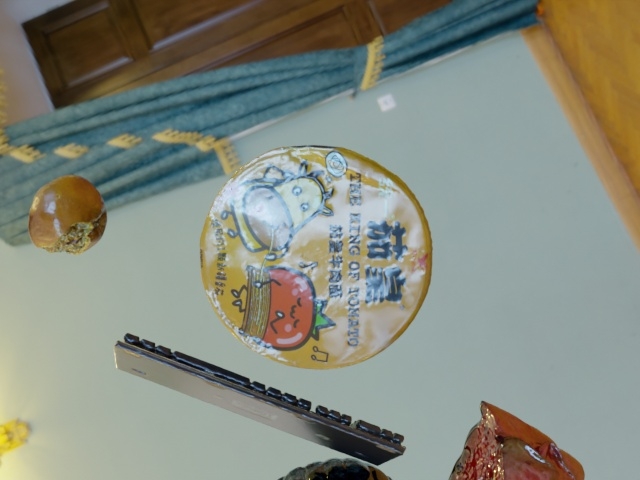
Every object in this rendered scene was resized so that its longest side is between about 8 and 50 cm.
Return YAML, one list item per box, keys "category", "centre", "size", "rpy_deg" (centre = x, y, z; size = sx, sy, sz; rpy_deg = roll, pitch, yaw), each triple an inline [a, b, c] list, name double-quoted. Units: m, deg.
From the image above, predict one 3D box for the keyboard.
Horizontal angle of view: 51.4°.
- category: "keyboard"
  centre: [-0.067, 0.173, 0.715]
  size: [0.106, 0.317, 0.027]
  rpy_deg: [120, 170, -62]

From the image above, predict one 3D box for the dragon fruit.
- category: "dragon fruit"
  centre: [0.136, 0.224, 0.516]
  size: [0.092, 0.123, 0.192]
  rpy_deg: [58, -149, -29]

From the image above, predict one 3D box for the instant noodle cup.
- category: "instant noodle cup"
  centre: [0.000, 0.000, 0.682]
  size: [0.172, 0.216, 0.215]
  rpy_deg: [-75, -38, -76]

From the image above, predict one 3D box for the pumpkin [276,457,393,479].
- category: "pumpkin"
  centre: [0.012, 0.341, 0.769]
  size: [0.150, 0.194, 0.194]
  rpy_deg: [38, 160, 45]

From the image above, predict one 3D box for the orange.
- category: "orange"
  centre: [-0.239, -0.025, 0.640]
  size: [0.086, 0.062, 0.086]
  rpy_deg: [3, -90, -88]
